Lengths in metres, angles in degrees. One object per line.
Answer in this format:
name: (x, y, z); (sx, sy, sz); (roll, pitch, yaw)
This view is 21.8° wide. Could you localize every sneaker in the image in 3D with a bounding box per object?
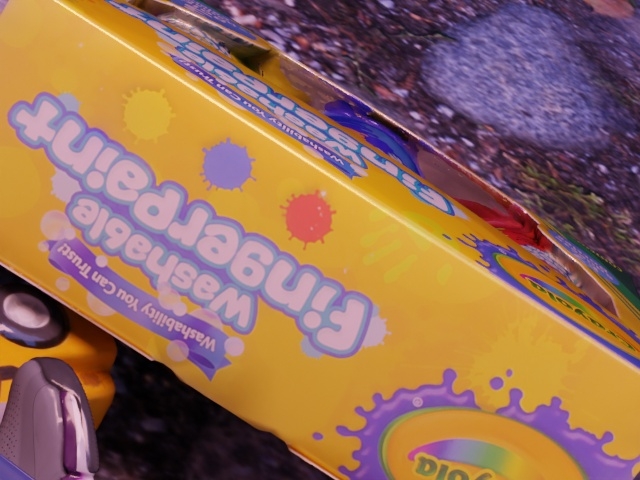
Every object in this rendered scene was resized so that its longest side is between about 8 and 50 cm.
sneaker: (-0.168, 0.167, 0.822); (0.098, 0.083, 0.224); (6, 83, -27)

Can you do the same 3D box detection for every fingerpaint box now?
fingerpaint box: (0.000, 0.000, 1.106); (0.445, 0.163, 0.371); (33, 12, 0)

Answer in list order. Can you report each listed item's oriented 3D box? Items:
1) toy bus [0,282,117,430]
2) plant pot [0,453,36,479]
toy bus: (-0.253, 0.113, 0.889); (0.332, 0.108, 0.130); (-4, 48, -44)
plant pot: (-0.151, 0.247, 0.651); (0.212, 0.236, 0.236); (32, 45, -16)
